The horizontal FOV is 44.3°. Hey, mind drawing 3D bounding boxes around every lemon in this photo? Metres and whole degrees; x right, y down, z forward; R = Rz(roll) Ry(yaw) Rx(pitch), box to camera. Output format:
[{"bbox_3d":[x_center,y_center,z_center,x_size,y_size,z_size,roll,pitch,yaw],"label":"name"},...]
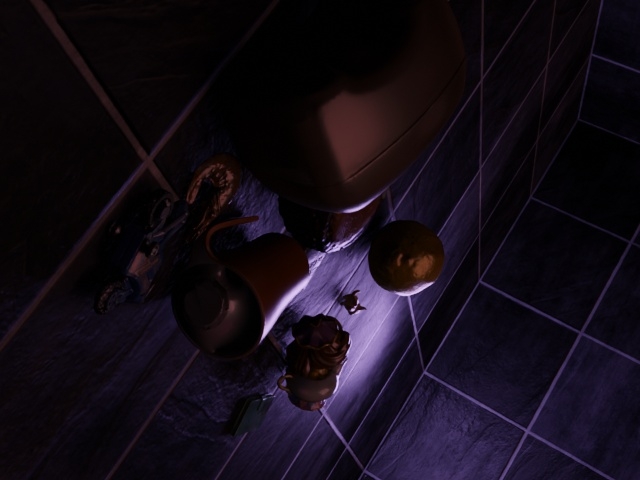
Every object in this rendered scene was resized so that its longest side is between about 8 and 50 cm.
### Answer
[{"bbox_3d":[0.227,0.045,2.087,0.260,0.204,0.204,-1,117,-63],"label":"lemon"}]

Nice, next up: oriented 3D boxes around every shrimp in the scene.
[{"bbox_3d":[-0.182,-0.070,1.264,0.163,0.045,0.095,-57,157,-7],"label":"shrimp"}]

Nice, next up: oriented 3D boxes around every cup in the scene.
[{"bbox_3d":[-0.137,0.064,1.397,0.264,0.182,0.226,-38,117,-59],"label":"cup"}]

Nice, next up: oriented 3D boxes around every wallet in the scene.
[{"bbox_3d":[0.000,0.000,1.761,0.232,0.031,0.122,-57,159,-11],"label":"wallet"}]

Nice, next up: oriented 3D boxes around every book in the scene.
[{"bbox_3d":[-0.162,0.421,1.911,0.103,0.017,0.135,-63,158,5],"label":"book"}]

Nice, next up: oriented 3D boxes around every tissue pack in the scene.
[{"bbox_3d":[0.053,-0.225,1.265,0.387,0.267,0.277,-49,135,-25],"label":"tissue pack"}]

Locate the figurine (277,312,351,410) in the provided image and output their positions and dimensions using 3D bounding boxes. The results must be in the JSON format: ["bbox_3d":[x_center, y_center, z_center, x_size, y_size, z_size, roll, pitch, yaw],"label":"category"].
[{"bbox_3d":[-0.012,0.292,1.935,0.189,0.142,0.264,-12,130,-33],"label":"figurine"}]

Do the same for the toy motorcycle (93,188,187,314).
[{"bbox_3d":[-0.265,0.020,1.158,0.205,0.076,0.114,-62,167,-5],"label":"toy motorcycle"}]

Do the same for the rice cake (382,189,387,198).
[{"bbox_3d":[0.169,-0.203,1.858,0.336,0.063,0.066,-59,151,-5],"label":"rice cake"}]

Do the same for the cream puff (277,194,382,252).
[{"bbox_3d":[0.018,-0.099,1.507,0.239,0.164,0.239,-45,154,-28],"label":"cream puff"}]

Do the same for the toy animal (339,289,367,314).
[{"bbox_3d":[0.093,0.168,2.130,0.083,0.060,0.081,14,105,-59],"label":"toy animal"}]
